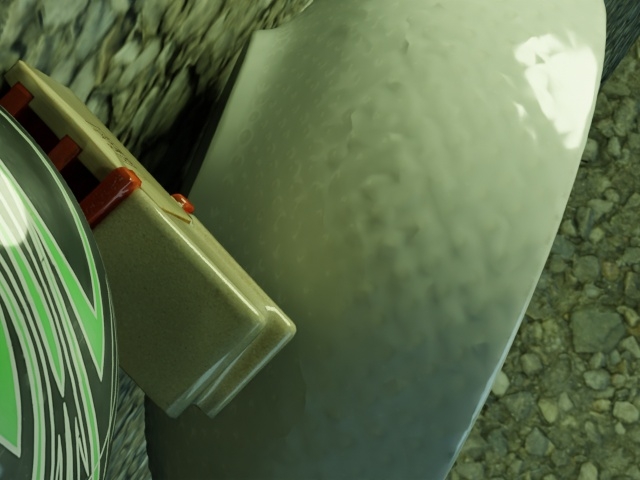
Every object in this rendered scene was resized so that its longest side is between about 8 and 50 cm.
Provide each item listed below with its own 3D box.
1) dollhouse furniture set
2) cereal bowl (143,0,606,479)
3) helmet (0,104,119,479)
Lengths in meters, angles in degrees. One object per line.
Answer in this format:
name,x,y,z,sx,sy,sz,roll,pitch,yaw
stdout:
dollhouse furniture set,-0.147,0.075,0.675,0.259,0.135,0.262,-45,170,2
cereal bowl,0.000,0.000,0.861,0.339,0.141,0.339,-158,-90,-84
helmet,-0.127,0.033,0.421,0.169,0.161,0.169,-54,170,-14
